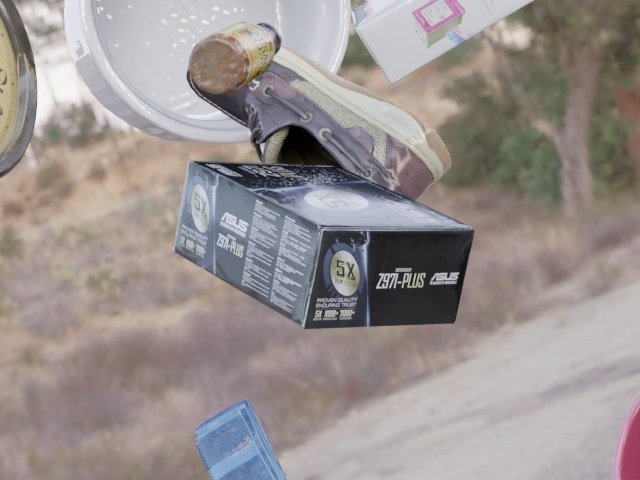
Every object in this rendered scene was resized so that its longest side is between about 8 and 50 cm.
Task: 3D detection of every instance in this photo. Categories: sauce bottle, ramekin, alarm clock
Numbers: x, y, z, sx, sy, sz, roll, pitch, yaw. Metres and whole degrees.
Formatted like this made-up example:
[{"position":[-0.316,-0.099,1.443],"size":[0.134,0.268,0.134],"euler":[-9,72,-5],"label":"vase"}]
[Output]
[{"position":[-0.054,-0.128,1.160],"size":[0.042,0.042,0.128],"euler":[-21,10,18],"label":"sauce bottle"},{"position":[-0.121,-0.227,1.701],"size":[0.277,0.277,0.135],"euler":[-19,4,-22],"label":"ramekin"},{"position":[-0.202,-0.103,0.891],"size":[0.064,0.129,0.192],"euler":[-9,45,27],"label":"alarm clock"}]

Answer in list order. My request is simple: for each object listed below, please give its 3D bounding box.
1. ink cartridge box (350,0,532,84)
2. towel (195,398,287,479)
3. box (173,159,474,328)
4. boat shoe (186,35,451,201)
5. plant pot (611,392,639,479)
[{"position":[0.088,-0.173,1.255],"size":[0.122,0.052,0.088],"euler":[-29,15,9],"label":"ink cartridge box"},{"position":[-0.072,0.214,1.604],"size":[0.067,0.119,0.029],"euler":[-30,-26,6],"label":"towel"},{"position":[0.000,0.000,1.292],"size":[0.147,0.077,0.180],"euler":[0,17,-37],"label":"box"},{"position":[-0.020,-0.102,1.533],"size":[0.092,0.285,0.103],"euler":[-51,-30,-21],"label":"boat shoe"},{"position":[0.384,0.210,1.477],"size":[0.180,0.201,0.201],"euler":[23,-33,-37],"label":"plant pot"}]
